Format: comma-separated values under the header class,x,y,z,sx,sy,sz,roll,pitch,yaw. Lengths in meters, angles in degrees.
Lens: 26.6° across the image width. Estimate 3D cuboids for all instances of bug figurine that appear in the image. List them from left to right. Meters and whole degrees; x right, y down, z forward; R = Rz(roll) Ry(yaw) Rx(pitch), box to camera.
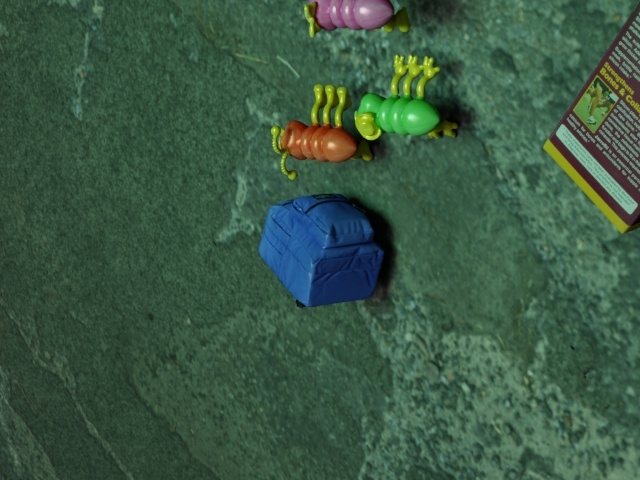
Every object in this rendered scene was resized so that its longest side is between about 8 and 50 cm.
class,x,y,z,sx,sy,sz,roll,pitch,yaw
bug figurine,0.005,-0.168,1.264,0.216,0.072,0.279,5,132,39

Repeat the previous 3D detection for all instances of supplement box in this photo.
class,x,y,z,sx,sy,sz,roll,pitch,yaw
supplement box,0.271,-0.110,1.050,0.104,0.081,0.188,51,137,23

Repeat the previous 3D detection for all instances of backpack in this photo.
class,x,y,z,sx,sy,sz,roll,pitch,yaw
backpack,0.000,0.000,1.394,0.120,0.098,0.101,42,124,47
